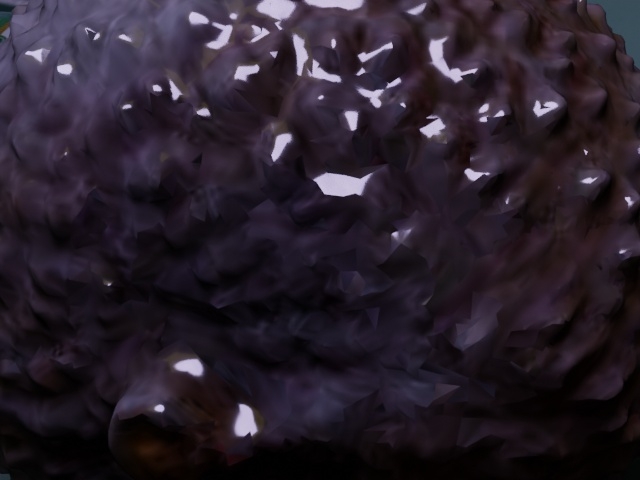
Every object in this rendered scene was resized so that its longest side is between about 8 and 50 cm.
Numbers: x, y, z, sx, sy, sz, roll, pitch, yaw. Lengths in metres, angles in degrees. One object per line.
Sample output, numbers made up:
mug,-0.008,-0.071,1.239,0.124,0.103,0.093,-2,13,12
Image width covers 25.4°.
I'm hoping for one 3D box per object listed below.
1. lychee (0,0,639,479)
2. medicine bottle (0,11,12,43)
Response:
lychee,-0.004,-0.003,0.549,0.300,0.300,0.300,-10,39,8
medicine bottle,-0.143,-0.059,0.786,0.274,0.133,0.133,6,44,27
